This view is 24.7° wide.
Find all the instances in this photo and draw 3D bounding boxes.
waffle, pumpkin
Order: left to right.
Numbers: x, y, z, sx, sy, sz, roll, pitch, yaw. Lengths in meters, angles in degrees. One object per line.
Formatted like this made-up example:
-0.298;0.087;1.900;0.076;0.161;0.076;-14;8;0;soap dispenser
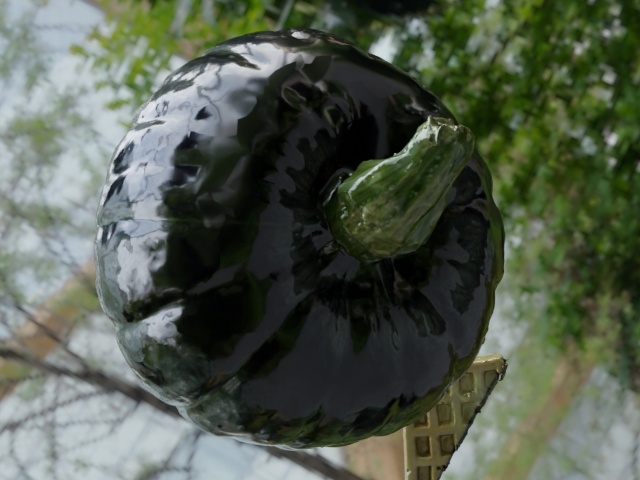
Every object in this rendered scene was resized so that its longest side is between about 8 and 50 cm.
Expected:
0.000;0.000;0.985;0.296;0.295;0.296;-52;-21;-29;pumpkin
0.115;0.174;1.262;0.023;0.097;0.153;-63;-30;-78;waffle
